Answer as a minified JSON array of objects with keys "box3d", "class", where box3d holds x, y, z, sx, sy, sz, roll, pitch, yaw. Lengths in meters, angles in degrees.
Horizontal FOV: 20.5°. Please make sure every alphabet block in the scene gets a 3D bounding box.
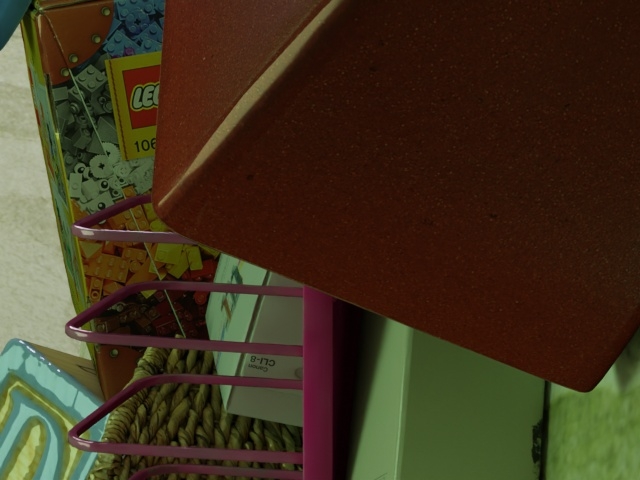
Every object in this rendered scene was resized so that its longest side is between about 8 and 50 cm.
[{"box3d":[-0.224,0.231,1.739,0.193,0.197,0.192,32,97,42],"class":"alphabet block"}]

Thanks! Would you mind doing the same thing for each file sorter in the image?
[{"box3d":[-0.061,0.116,1.180,0.202,0.182,0.291,-39,-50,-76],"class":"file sorter"}]

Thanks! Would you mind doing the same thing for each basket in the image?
[{"box3d":[-0.148,0.233,1.519,0.213,0.223,0.299,57,137,49],"class":"basket"}]

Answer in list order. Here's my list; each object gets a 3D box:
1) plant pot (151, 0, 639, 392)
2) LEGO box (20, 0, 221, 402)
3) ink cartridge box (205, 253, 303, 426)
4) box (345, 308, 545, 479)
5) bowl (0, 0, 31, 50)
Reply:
[{"box3d":[0.088,-0.126,0.917,0.236,0.267,0.267,-51,27,37],"class":"plant pot"},{"box3d":[-0.177,-0.081,1.806,0.500,0.193,0.373,-140,40,-75],"class":"LEGO box"},{"box3d":[-0.009,0.054,1.386,0.176,0.128,0.127,-112,36,-65],"class":"ink cartridge box"},{"box3d":[0.075,0.098,1.075,0.113,0.094,0.275,132,148,-65],"class":"box"},{"box3d":[-0.268,-0.379,1.746,0.391,0.077,0.391,-58,16,27],"class":"bowl"}]
